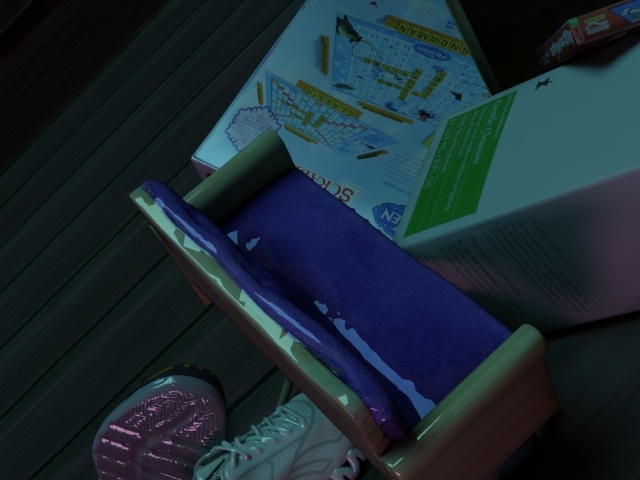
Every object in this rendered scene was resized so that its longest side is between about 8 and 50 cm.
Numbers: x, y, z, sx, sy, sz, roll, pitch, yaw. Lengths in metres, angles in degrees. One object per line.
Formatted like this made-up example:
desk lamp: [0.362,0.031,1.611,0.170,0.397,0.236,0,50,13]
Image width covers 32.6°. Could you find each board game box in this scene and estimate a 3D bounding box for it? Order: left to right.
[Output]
board game box: [0.074,-0.137,1.223,0.318,0.066,0.318,27,72,22]
board game box: [0.342,-0.218,0.981,0.281,0.027,0.145,-19,-2,0]

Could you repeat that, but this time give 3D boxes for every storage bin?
storage bin: [0.246,-0.278,1.052,0.262,0.260,0.123,-25,57,13]

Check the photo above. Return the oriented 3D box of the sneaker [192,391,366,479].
sneaker: [-0.048,0.223,1.069,0.292,0.118,0.110,-53,25,-14]

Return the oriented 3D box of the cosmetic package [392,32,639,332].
cosmetic package: [0.261,-0.055,0.940,0.365,0.155,0.197,-22,33,42]

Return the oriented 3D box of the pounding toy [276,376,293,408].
pounding toy: [-0.015,0.098,1.193,0.130,0.141,0.100,-45,23,-28]

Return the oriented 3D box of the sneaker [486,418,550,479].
sneaker: [0.087,0.107,1.003,0.121,0.108,0.302,-37,47,-14]

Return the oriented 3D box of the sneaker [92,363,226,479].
sneaker: [-0.176,0.196,1.199,0.321,0.124,0.180,-57,13,41]

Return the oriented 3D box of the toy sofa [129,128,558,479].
toy sofa: [0.011,0.043,0.896,0.150,0.177,0.362,-40,48,-12]
